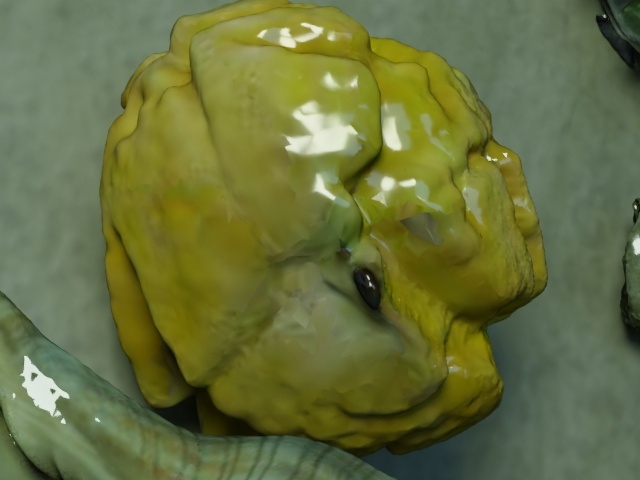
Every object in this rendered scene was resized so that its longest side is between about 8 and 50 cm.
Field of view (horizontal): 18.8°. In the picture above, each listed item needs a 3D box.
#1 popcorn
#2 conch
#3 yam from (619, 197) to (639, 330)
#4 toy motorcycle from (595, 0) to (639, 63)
[{"bbox_3d":[0.000,0.000,0.648,0.148,0.152,0.167,-6,107,7],"label":"popcorn"},{"bbox_3d":[-0.042,0.114,0.575,0.233,0.114,0.137,16,49,14],"label":"conch"},{"bbox_3d":[0.180,0.024,0.753,0.132,0.054,0.054,15,69,7],"label":"yam"},{"bbox_3d":[0.239,-0.097,0.788,0.275,0.127,0.205,50,59,-1],"label":"toy motorcycle"}]
